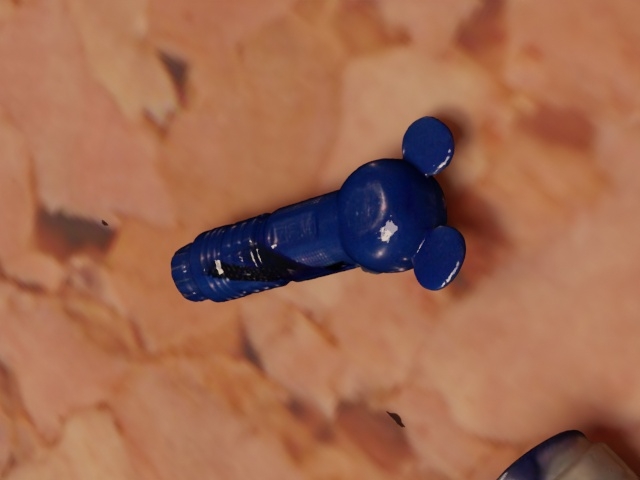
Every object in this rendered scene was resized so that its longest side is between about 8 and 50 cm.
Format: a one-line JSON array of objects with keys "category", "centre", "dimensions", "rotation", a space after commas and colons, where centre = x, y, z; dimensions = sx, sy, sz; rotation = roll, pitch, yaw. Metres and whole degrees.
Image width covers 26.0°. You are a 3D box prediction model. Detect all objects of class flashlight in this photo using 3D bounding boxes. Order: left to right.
[{"category": "flashlight", "centre": [0.000, 0.000, 0.472], "dimensions": [0.121, 0.035, 0.057], "rotation": [-17, 71, 38]}]

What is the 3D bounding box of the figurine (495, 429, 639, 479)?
[{"category": "figurine", "centre": [0.135, 0.187, 0.396], "dimensions": [0.274, 0.133, 0.194], "rotation": [23, 92, 30]}]
